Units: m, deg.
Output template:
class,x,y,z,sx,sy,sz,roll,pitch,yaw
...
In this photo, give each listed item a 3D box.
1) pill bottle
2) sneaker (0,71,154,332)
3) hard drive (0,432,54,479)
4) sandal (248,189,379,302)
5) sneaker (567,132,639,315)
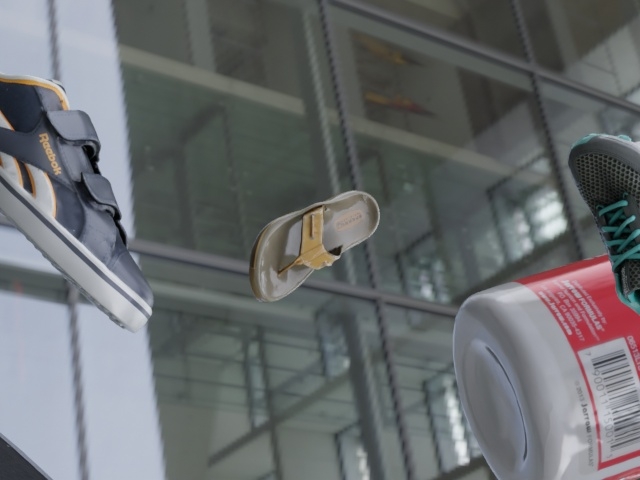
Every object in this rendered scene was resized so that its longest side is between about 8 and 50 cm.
class,x,y,z,sx,sy,sz,roll,pitch,yaw
pill bottle,0.361,0.110,1.403,0.229,0.407,0.229,164,-90,-76
sneaker,-0.246,-0.063,1.242,0.127,0.321,0.126,-44,176,-11
hard drive,-0.146,0.122,0.504,0.254,0.172,0.054,38,-81,20
sandal,0.000,0.000,1.342,0.049,0.180,0.072,3,-64,51
sneaker,0.216,0.005,0.899,0.166,0.076,0.065,53,-46,-3
